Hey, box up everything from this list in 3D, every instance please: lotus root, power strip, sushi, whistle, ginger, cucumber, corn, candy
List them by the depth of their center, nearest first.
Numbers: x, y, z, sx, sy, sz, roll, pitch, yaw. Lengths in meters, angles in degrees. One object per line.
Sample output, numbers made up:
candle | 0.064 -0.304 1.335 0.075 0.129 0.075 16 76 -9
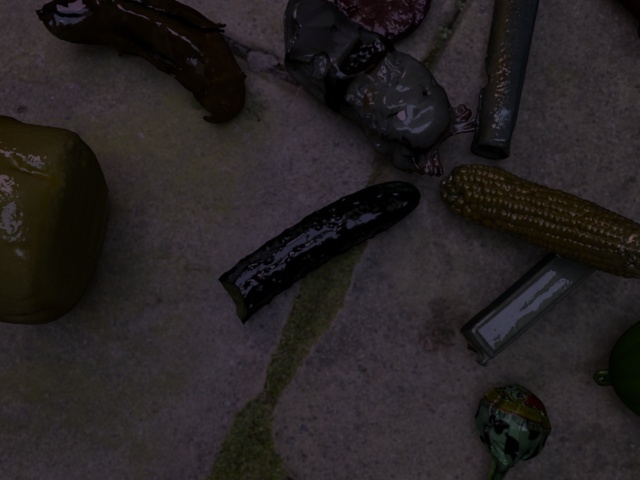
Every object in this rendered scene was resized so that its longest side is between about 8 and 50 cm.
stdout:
lotus root | 0.432 0.165 0.781 0.186 0.186 0.186 0 82 3
corn | 0.280 -0.029 0.795 0.288 0.086 0.087 28 84 37
candy | 0.210 0.333 0.809 0.091 0.083 0.306 21 92 4
power strip | 0.297 0.060 0.830 0.272 0.078 0.052 -40 83 -3
sushi | 0.059 -0.218 0.855 0.332 0.130 0.124 41 90 6
cucumber | 0.000 0.000 0.858 0.303 0.072 0.081 -34 80 -2
whistle | 0.270 -0.277 0.887 0.067 0.057 0.327 4 79 47
ginger | -0.236 -0.289 0.897 0.309 0.107 0.133 31 101 5

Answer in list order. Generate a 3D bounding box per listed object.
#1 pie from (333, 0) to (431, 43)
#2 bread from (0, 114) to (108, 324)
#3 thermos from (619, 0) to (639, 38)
pie | 0.090 -0.360 0.920 0.154 0.036 0.155 0 82 3
bread | -0.371 -0.019 0.788 0.147 0.270 0.270 8 83 -2
thermos | 0.506 -0.317 0.867 0.232 0.099 0.124 48 49 7
